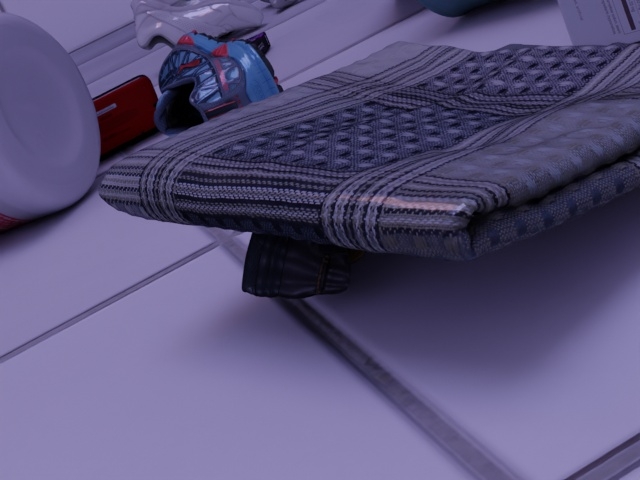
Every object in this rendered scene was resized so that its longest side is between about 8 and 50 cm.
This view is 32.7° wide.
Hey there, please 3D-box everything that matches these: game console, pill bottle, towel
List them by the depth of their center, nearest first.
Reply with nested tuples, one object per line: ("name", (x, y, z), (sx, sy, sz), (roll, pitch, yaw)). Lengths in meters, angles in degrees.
("towel", (0.077, -0.074, 0.643), (0.324, 0.056, 0.312), (-24, 20, -35))
("pill bottle", (-0.479, -0.092, 1.264), (0.408, 0.229, 0.229), (-16, 20, 24))
("game console", (-0.280, -0.152, 1.406), (0.144, 0.124, 0.085), (-30, 45, -13))

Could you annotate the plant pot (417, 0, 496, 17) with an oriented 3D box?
("plant pot", (0.197, -0.379, 1.168), (0.255, 0.271, 0.271), (-31, 11, 38))

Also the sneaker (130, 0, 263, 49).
("sneaker", (-0.215, -0.368, 1.916), (0.232, 0.115, 0.090), (-1, -5, 0))

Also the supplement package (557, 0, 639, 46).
("supplement package", (0.315, -0.294, 0.838), (0.263, 0.198, 0.199), (-11, 22, 36))

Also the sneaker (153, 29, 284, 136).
("sneaker", (-0.153, -0.176, 1.274), (0.125, 0.104, 0.262), (-35, 20, -20))

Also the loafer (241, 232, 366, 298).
("loafer", (0.000, 0.000, 0.688), (0.061, 0.062, 0.170), (14, 22, 7))

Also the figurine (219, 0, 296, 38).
("figurine", (-0.138, -0.451, 2.056), (0.215, 0.092, 0.209), (-26, 27, -3))

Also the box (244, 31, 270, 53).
("box", (-0.142, -0.256, 1.594), (0.116, 0.029, 0.162), (-19, 21, 17))
